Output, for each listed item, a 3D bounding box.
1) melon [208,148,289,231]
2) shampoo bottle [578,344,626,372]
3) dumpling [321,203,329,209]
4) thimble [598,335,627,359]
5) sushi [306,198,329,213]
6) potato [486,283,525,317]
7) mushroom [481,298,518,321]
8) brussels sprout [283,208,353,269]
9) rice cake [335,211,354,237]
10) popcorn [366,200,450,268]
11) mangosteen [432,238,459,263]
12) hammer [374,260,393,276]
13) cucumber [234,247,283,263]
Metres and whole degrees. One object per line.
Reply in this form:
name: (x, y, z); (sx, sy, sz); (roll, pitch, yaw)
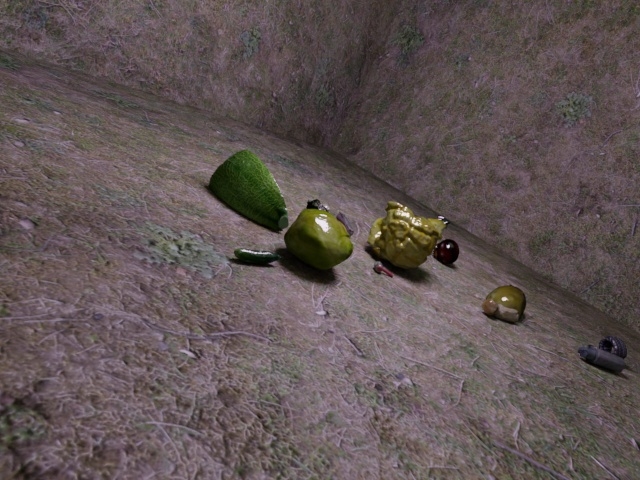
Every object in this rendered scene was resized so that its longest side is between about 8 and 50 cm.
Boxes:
melon: (-0.226, -0.164, 1.508); (0.323, 0.196, 0.124); (42, -5, 29)
shampoo bottle: (1.134, 0.474, 1.783); (0.214, 0.072, 0.072); (21, 18, -19)
dumpling: (0.008, -0.142, 1.952); (0.059, 0.043, 0.077); (-5, 33, -20)
thimble: (1.301, 0.484, 1.965); (0.066, 0.095, 0.104); (14, 55, -9)
sushi: (-0.017, -0.131, 1.865); (0.083, 0.056, 0.084); (42, 20, 19)
potato: (0.820, 0.249, 1.904); (0.160, 0.111, 0.271); (38, 21, 26)
mushroom: (0.719, 0.283, 1.740); (0.202, 0.059, 0.054); (23, 2, -26)
brussels sprout: (0.000, 0.000, 1.333); (0.223, 0.161, 0.223); (18, 23, -8)
rice cake: (0.101, -0.069, 1.875); (0.036, 0.047, 0.207); (36, 15, -23)
popcorn: (0.328, -0.019, 1.739); (0.292, 0.237, 0.293); (23, 22, -10)
mangosteen: (0.610, 0.054, 2.161); (0.140, 0.140, 0.140); (24, 18, -8)
hammer: (0.229, 0.108, 1.587); (0.083, 0.031, 0.052); (34, 18, -13)
cucumber: (-0.165, 0.045, 1.177); (0.155, 0.037, 0.037); (8, 25, -42)
